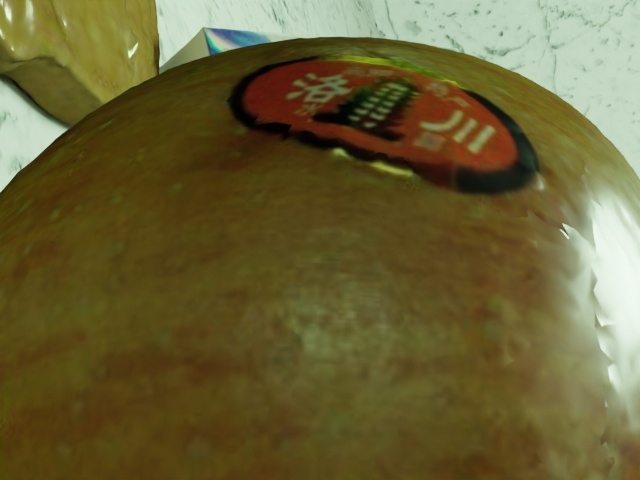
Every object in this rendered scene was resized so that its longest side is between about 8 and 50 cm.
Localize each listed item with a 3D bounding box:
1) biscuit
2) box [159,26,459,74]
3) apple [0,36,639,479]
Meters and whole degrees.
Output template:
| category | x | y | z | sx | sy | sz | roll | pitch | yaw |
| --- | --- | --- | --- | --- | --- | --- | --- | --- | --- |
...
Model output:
| category | x | y | z | sx | sy | sz | roll | pitch | yaw |
| --- | --- | --- | --- | --- | --- | --- | --- | --- | --- |
| biscuit | -0.197 | -0.266 | 0.773 | 0.365 | 0.062 | 0.385 | 16 | 57 | -74 |
| box | 0.011 | -0.054 | 0.966 | 0.274 | 0.116 | 0.203 | -2 | 73 | -38 |
| apple | -0.006 | 0.100 | 0.552 | 0.400 | 0.333 | 0.400 | 2 | 90 | -74 |
